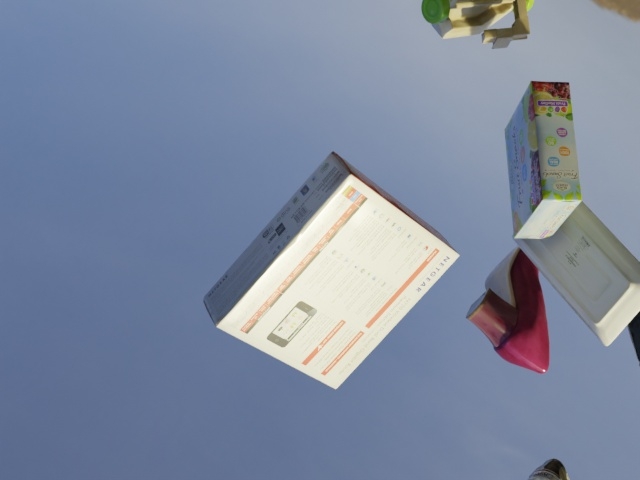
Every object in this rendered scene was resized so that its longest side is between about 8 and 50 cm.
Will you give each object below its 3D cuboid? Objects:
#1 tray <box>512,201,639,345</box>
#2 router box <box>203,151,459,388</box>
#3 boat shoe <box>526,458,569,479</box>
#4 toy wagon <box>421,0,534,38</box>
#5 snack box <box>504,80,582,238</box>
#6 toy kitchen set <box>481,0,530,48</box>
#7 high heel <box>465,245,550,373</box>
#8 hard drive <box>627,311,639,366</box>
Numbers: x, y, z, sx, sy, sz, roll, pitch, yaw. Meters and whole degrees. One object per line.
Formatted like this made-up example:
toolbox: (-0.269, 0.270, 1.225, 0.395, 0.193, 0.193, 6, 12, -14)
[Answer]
tray: (0.426, 0.031, 1.574, 0.030, 0.145, 0.270, 3, -139, -41)
router box: (0.022, 0.063, 1.607, 0.301, 0.335, 0.082, 34, -167, -38)
boat shoe: (0.458, 0.581, 1.878, 0.105, 0.113, 0.306, -28, -69, -54)
toy wagon: (0.331, -0.504, 1.688, 0.267, 0.344, 0.068, -17, -118, -39)
snack box: (0.357, -0.126, 1.538, 0.070, 0.174, 0.207, 2, -109, -3)
toy kitchen set: (0.339, -0.403, 1.763, 0.068, 0.083, 0.075, 74, -170, -84)
high heel: (0.424, 0.127, 1.935, 0.181, 0.127, 0.377, 42, -139, 3)
hard drive: (0.710, 0.239, 1.928, 0.237, 0.064, 0.339, 10, -117, -51)
